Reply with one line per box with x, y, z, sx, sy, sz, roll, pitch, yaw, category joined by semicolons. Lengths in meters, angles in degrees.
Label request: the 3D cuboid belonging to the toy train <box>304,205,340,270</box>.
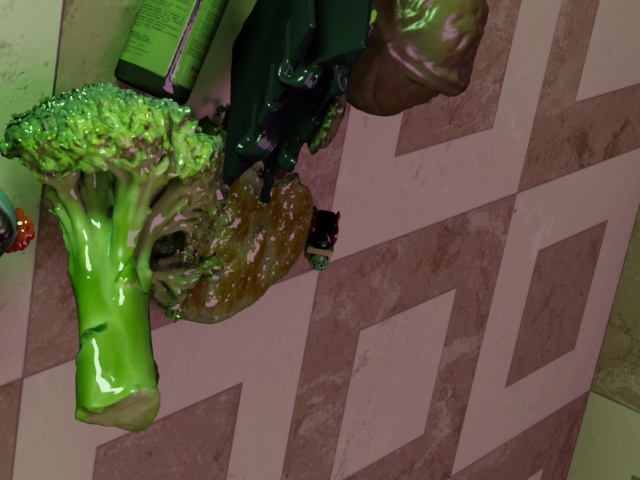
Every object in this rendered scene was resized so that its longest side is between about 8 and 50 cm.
0.000;0.000;2.399;0.138;0.050;0.087;-86;-174;-72;toy train

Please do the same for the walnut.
0.125;-0.308;2.260;0.273;0.273;0.227;-19;94;-52;walnut

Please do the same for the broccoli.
-0.247;-0.008;1.785;0.353;0.275;0.397;49;37;-16;broccoli

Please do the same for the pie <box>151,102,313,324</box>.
-0.139;-0.019;2.201;0.296;0.078;0.371;-62;148;-8;pie

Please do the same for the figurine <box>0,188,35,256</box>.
-0.443;0.029;1.735;0.245;0.110;0.138;-49;148;-18;figurine

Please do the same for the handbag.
-0.023;-0.244;1.947;0.303;0.122;0.329;122;-19;-43;handbag

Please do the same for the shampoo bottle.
-0.164;-0.316;1.928;0.101;0.101;0.284;19;94;-60;shampoo bottle
